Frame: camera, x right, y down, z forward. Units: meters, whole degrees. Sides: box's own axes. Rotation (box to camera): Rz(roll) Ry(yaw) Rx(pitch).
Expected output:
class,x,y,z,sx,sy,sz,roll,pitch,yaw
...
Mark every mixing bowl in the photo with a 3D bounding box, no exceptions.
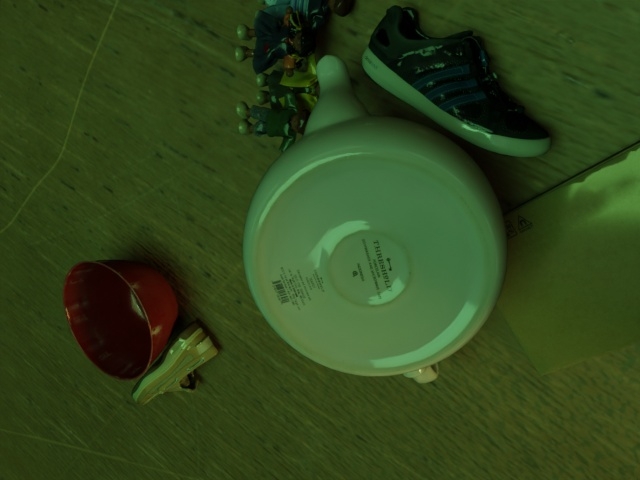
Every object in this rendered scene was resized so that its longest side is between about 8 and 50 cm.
class,x,y,z,sx,sy,sz,roll,pitch,yaw
mixing bowl,-0.273,0.100,0.954,0.181,0.098,0.181,12,113,31

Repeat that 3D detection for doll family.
class,x,y,z,sx,sy,sz,roll,pitch,yaw
doll family,-0.026,-0.191,0.694,0.111,0.076,0.193,10,110,36

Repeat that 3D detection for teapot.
class,x,y,z,sx,sy,sz,roll,pitch,yaw
teapot,0.056,-0.004,0.637,0.253,0.187,0.256,26,112,-2

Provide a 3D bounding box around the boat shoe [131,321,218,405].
class,x,y,z,sx,sy,sz,roll,pitch,yaw
boat shoe,-0.215,0.202,0.977,0.072,0.068,0.190,42,126,0

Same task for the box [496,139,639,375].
class,x,y,z,sx,sy,sz,roll,pitch,yaw
box,0.252,0.025,0.617,0.201,0.021,0.164,-32,88,37

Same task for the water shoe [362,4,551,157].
class,x,y,z,sx,sy,sz,roll,pitch,yaw
water shoe,0.128,-0.149,0.604,0.203,0.073,0.080,34,121,19
